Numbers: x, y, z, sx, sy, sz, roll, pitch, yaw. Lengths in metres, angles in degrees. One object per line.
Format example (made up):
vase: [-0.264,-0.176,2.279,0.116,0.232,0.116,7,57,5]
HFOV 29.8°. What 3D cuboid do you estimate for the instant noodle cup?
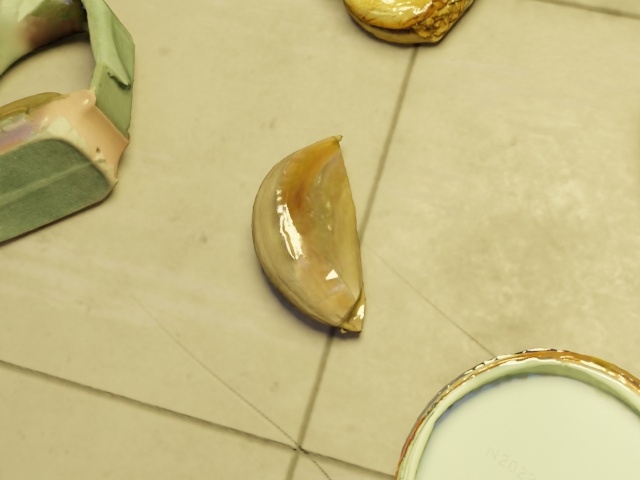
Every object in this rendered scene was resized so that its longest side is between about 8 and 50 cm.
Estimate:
instant noodle cup: [0.187,0.216,0.987,0.296,0.214,0.296,-3,75,11]

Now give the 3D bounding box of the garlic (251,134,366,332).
garlic: [-0.015,-0.005,1.156,0.101,0.087,0.195,-7,71,-4]

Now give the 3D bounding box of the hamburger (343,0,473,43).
hamburger: [0.084,-0.270,1.205,0.147,0.083,0.138,40,82,16]

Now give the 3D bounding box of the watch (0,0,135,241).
watch: [-0.311,-0.154,1.222,0.253,0.162,0.241,-22,65,4]
